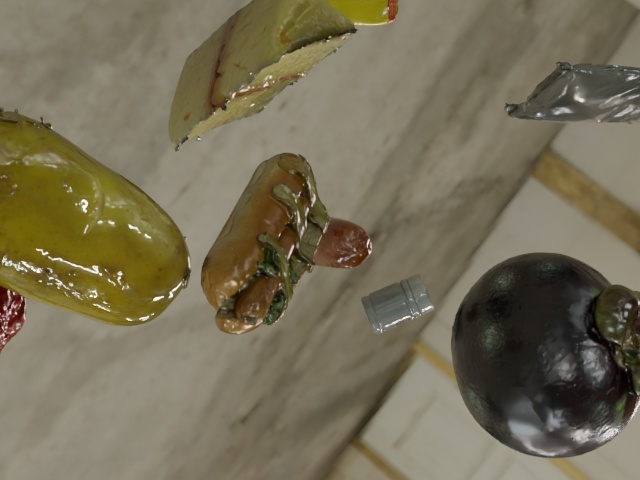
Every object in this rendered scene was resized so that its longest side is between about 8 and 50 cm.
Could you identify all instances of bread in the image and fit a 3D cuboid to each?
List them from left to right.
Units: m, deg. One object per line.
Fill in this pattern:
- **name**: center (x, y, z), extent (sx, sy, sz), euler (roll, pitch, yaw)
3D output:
- **bread**: center (-0.080, -0.190, 1.816), extent (0.240, 0.135, 0.178), euler (-33, -147, 41)

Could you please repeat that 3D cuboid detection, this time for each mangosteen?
- **mangosteen**: center (0.314, 0.147, 1.911), extent (0.288, 0.288, 0.288), euler (-45, 163, -18)

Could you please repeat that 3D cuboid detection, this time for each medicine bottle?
- **medicine bottle**: center (0.108, 0.089, 2.037), extent (0.091, 0.058, 0.058), euler (-23, 163, 2)

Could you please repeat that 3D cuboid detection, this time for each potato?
- **potato**: center (-0.267, -0.022, 1.380), extent (0.173, 0.300, 0.140), euler (-32, -145, 49)

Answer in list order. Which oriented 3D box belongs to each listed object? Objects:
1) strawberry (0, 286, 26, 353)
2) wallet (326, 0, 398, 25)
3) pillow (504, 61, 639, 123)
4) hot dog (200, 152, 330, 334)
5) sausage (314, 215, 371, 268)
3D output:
- **strawberry**: center (-0.443, 0.078, 1.539), extent (0.276, 0.257, 0.257), euler (-19, 154, -15)
- **wallet**: center (0.049, -0.414, 2.021), extent (0.141, 0.067, 0.241), euler (-8, 123, -24)
- **pillow**: center (0.380, -0.187, 1.905), extent (0.255, 0.059, 0.169), euler (-3, 165, -28)
- **hot dog**: center (-0.049, 0.005, 1.423), extent (0.269, 0.072, 0.109), euler (-68, 143, -54)
- **sausage**: center (0.000, 0.000, 2.023), extent (0.076, 0.076, 0.197), euler (-44, -154, -21)
